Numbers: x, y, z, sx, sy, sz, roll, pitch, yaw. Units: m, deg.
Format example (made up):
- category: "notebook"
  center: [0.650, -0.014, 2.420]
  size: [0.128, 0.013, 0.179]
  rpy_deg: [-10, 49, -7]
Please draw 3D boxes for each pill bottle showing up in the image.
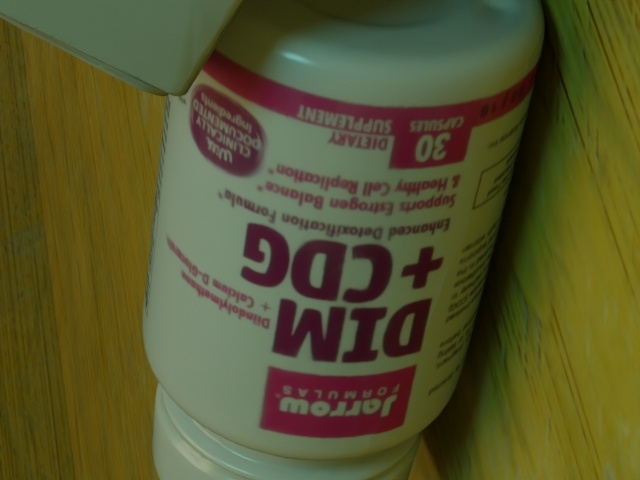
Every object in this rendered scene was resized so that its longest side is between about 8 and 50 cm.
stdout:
- category: "pill bottle"
  center: [0.000, 0.000, 0.818]
  size: [0.160, 0.160, 0.283]
  rpy_deg: [-113, 26, -50]

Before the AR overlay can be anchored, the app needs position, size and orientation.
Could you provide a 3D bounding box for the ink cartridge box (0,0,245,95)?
- category: "ink cartridge box"
  center: [-0.047, -0.297, 0.676]
  size: [0.395, 0.166, 0.285]
  rpy_deg: [-56, 30, 18]
